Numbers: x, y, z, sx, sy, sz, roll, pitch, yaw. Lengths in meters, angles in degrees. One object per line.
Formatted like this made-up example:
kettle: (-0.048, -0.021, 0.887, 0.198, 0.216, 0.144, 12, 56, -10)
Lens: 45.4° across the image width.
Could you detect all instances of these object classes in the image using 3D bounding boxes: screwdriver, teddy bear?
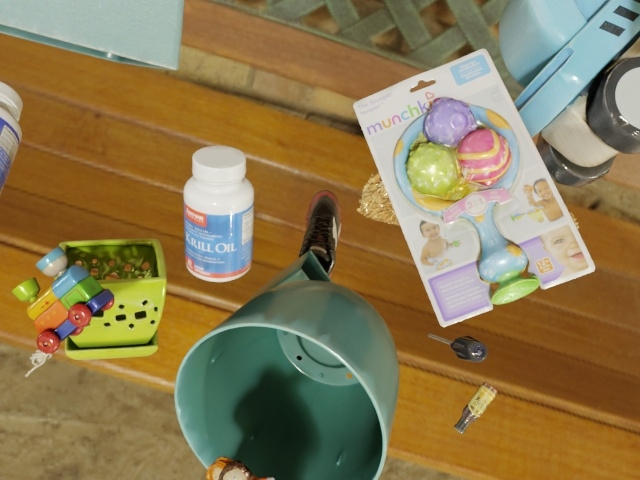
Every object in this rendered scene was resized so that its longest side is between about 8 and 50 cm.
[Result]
screwdriver: (0.133, 0.108, 0.779, 0.024, 0.170, 0.025, -6, 85, -8)
teddy bear: (0.232, -0.059, 1.196, 0.337, 0.113, 0.245, 14, 6, 9)

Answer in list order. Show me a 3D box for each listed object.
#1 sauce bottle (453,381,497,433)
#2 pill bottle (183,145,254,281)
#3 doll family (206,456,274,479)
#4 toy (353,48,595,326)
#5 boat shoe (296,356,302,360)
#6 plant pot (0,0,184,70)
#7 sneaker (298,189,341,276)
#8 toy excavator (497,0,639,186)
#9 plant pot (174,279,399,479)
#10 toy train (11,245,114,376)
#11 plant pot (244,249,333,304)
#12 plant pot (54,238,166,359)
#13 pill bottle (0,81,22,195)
sauce bottle: (0.353, 0.384, 1.744, 0.042, 0.042, 0.128, 35, 82, 13)
pill bottle: (-0.180, -0.048, 1.348, 0.124, 0.222, 0.124, 3, 32, -2)
doll family: (-0.136, 0.364, 0.934, 0.263, 0.118, 0.163, -37, 73, 6)
toy: (0.124, -0.060, 0.661, 0.136, 0.056, 0.237, -21, 69, 5)
boat shoe: (-0.108, 0.223, 1.344, 0.227, 0.081, 0.079, -1, 44, -37)
plant pot: (-0.307, -0.371, 0.964, 0.247, 0.253, 0.247, 9, 9, -34)
sneaker: (0.000, 0.000, 1.964, 0.097, 0.135, 0.276, 10, 83, -1)
toy excavator: (0.346, -0.366, 1.019, 0.445, 0.222, 0.433, 44, 80, 2)
plant pot: (-0.020, 0.189, 1.077, 0.292, 0.293, 0.235, 29, 30, 6)
toy train: (-0.503, 0.131, 1.377, 0.143, 0.248, 0.105, 51, 19, -3)
plant pot: (-0.084, 0.167, 1.826, 0.166, 0.234, 0.166, 56, 14, -7)
plant pot: (-0.457, 0.133, 1.672, 0.228, 0.207, 0.227, -1, 24, -16)
pill bottle: (-0.668, -0.177, 1.468, 0.152, 0.152, 0.272, 11, 56, -11)
